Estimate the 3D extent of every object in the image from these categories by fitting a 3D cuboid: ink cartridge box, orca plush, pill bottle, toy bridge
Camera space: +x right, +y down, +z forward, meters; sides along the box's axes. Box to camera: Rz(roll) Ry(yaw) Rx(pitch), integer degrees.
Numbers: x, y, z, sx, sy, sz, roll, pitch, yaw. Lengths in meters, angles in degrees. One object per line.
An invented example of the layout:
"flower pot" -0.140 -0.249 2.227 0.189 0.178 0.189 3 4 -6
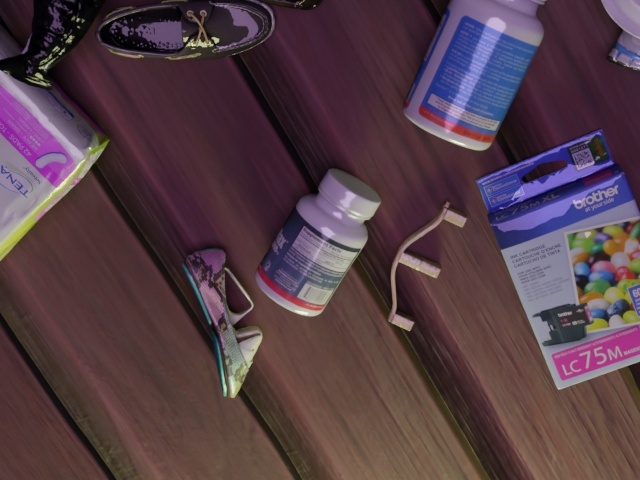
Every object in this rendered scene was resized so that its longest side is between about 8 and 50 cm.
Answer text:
"ink cartridge box" 0.346 0.029 1.414 0.186 0.065 0.311 -21 103 11
"orca plush" -0.313 -0.328 1.293 0.151 0.102 0.287 33 84 -23
"pill bottle" 0.000 0.000 1.410 0.108 0.108 0.180 31 107 -5
"pill bottle" 0.199 -0.234 1.307 0.124 0.124 0.221 23 109 -2
"toy bridge" 0.134 0.029 1.450 0.063 0.026 0.188 24 108 -1

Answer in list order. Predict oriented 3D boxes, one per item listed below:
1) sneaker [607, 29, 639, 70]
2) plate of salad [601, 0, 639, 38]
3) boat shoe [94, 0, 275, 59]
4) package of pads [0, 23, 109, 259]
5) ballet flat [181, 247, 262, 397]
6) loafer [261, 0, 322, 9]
"sneaker" 0.460 -0.232 1.314 0.191 0.071 0.082 17 103 -1
"plate of salad" 0.434 -0.326 1.275 0.200 0.048 0.199 -3 81 20
"boat shoe" -0.173 -0.268 1.359 0.228 0.068 0.081 -3 107 6
"package of pads" -0.456 -0.107 1.422 0.296 0.101 0.229 -40 99 16
"ballet flat" -0.127 0.113 1.483 0.079 0.077 0.221 -18 106 -10
"loafer" -0.098 -0.346 1.322 0.220 0.078 0.080 16 109 0
